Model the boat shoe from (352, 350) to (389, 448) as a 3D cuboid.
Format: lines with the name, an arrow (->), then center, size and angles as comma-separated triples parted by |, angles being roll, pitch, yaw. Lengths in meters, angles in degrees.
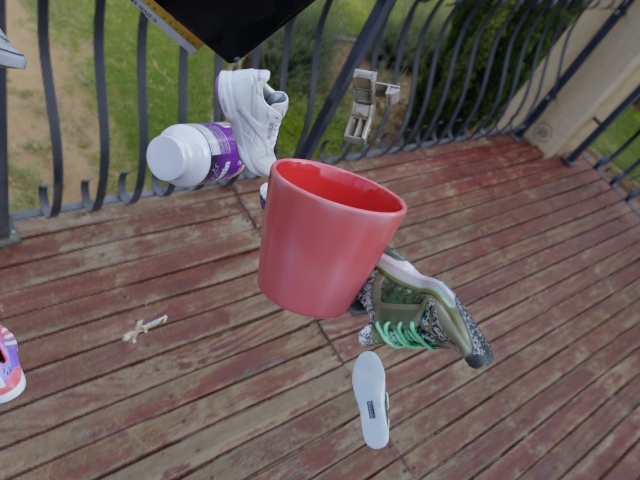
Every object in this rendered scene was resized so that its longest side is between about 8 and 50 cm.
boat shoe -> 0.121, 0.374, 1.342 | 0.077, 0.070, 0.220 | -7, 73, 10

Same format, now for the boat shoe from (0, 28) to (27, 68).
boat shoe -> -0.496, -0.297, 0.845 | 0.083, 0.076, 0.226 | -2, 13, -13

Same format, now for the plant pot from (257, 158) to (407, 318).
plant pot -> 0.000, 0.000, 1.110 | 0.274, 0.243, 0.275 | 17, 20, -7

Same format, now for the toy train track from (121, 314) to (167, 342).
toy train track -> -0.266, 0.137, 0.874 | 0.014, 0.048, 0.083 | 42, 34, 15

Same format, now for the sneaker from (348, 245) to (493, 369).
sneaker -> 0.164, 0.158, 1.072 | 0.158, 0.182, 0.410 | 49, -4, -24

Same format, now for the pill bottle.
pill bottle -> -0.364, -0.257, 1.696 | 0.181, 0.182, 0.323 | 43, 25, 9

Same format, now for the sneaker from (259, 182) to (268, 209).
sneaker -> -0.113, -0.085, 2.127 | 0.293, 0.146, 0.102 | 43, 60, 8

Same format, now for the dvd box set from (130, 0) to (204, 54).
dvd box set -> -0.184, -0.459, 0.763 | 0.307, 0.420, 0.062 | 40, 58, -26

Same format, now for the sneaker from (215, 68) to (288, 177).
sneaker -> -0.136, -0.267, 1.347 | 0.152, 0.305, 0.114 | -9, 50, 9

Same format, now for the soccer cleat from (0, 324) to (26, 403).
soccer cleat -> -0.822, 0.273, 1.427 | 0.108, 0.117, 0.318 | -25, 38, -26

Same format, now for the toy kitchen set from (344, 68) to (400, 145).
toy kitchen set -> 0.076, -0.195, 0.846 | 0.068, 0.083, 0.075 | 13, 64, 11

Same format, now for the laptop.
laptop -> -0.062, -0.348, 0.709 | 0.137, 0.234, 0.264 | 49, 18, -29
